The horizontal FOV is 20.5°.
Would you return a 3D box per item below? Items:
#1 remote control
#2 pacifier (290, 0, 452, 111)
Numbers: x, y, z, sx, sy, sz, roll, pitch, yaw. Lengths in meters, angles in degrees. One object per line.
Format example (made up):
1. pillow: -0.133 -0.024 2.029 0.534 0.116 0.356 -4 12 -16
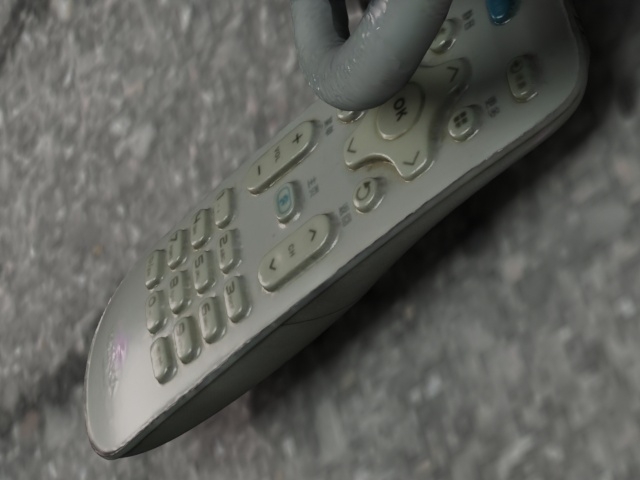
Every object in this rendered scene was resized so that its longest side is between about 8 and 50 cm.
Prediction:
1. remote control: 0.000 0.000 0.572 0.229 0.044 0.073 -39 38 28
2. pacifier: -0.047 -0.160 0.498 0.287 0.226 0.238 -127 41 -75
